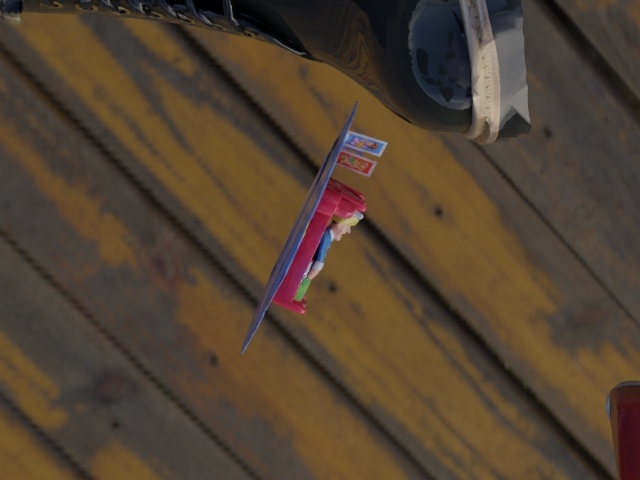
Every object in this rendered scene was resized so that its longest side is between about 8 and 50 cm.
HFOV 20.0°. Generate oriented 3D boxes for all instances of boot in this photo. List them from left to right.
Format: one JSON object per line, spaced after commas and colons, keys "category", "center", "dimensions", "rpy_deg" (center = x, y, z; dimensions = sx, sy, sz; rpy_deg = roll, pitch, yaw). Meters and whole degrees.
{"category": "boot", "center": [-0.038, -0.069, 0.489], "dimensions": [0.137, 0.198, 0.077], "rpy_deg": [-14, 120, -15]}

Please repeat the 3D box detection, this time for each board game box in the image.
{"category": "board game box", "center": [0.000, 0.000, 1.101], "dimensions": [0.033, 0.133, 0.168], "rpy_deg": [24, 144, -3]}

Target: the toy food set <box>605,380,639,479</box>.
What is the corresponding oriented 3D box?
{"category": "toy food set", "center": [0.186, 0.092, 0.806], "dimensions": [0.111, 0.104, 0.232], "rpy_deg": [-6, 96, 6]}
